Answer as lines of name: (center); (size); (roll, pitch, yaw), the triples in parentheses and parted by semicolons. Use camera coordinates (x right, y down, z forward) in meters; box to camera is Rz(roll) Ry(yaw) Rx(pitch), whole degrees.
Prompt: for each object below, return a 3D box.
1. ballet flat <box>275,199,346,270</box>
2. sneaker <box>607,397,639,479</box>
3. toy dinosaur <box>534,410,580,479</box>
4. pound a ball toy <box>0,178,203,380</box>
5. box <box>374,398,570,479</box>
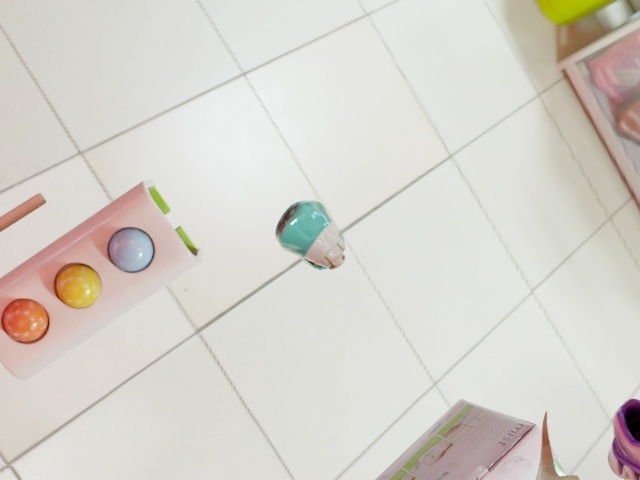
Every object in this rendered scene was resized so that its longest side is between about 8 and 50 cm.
ballet flat: (0.000, 0.000, 1.071); (0.087, 0.247, 0.083); (38, 89, 9)
sneaker: (0.426, 0.245, 0.848); (0.095, 0.236, 0.105); (-32, 115, -27)
toy dinosaur: (0.196, 0.234, 0.675); (0.053, 0.092, 0.183); (43, 21, 0)
pound a ball toy: (-0.340, 0.030, 0.957); (0.319, 0.136, 0.208); (-33, 99, 1)
box: (0.223, 0.398, 1.207); (0.262, 0.231, 0.127); (-39, 102, -17)
